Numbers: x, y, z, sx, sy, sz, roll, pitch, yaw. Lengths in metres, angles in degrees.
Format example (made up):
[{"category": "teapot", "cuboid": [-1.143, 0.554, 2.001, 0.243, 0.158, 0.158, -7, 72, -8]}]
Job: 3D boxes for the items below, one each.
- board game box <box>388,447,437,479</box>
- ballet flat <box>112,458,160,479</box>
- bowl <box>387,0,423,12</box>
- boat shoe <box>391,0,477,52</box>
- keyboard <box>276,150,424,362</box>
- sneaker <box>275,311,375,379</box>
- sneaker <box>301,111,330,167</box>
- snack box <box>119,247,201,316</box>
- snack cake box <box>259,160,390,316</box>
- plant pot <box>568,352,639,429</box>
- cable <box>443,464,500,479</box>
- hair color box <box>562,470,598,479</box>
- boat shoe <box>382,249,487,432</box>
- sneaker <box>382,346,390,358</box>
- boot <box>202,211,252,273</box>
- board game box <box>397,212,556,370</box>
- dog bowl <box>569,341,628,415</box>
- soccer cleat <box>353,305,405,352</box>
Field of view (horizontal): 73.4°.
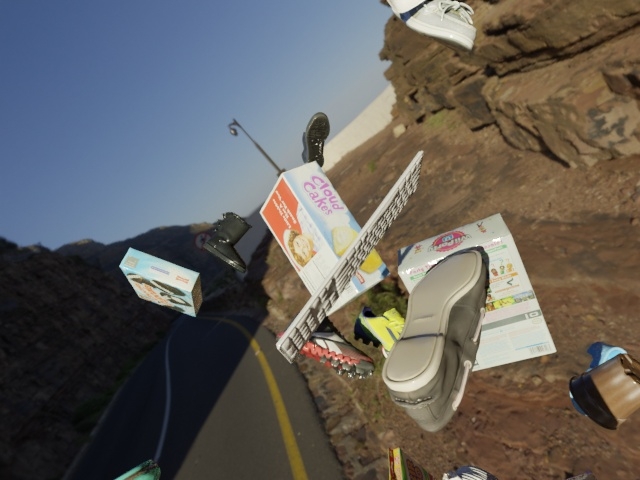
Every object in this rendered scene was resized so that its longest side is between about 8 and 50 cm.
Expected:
[{"category": "board game box", "cuboid": [0.287, 0.724, 1.266, 0.039, 0.259, 0.124, -37, 22, 24]}, {"category": "ballet flat", "cuboid": [-0.256, 0.310, 0.403, 0.247, 0.087, 0.083, -26, -21, -13]}, {"category": "bowl", "cuboid": [0.177, -0.542, 0.840, 0.142, 0.142, 0.053, -29, 54, 21]}, {"category": "boat shoe", "cuboid": [0.256, -0.512, 0.955, 0.103, 0.118, 0.321, -61, 27, 33]}, {"category": "keyboard", "cuboid": [0.039, 0.014, 0.452, 0.256, 0.014, 0.072, -53, -15, -18]}, {"category": "sneaker", "cuboid": [0.023, 0.264, 1.121, 0.275, 0.098, 0.135, 15, 59, 25]}, {"category": "sneaker", "cuboid": [-0.016, -0.226, 0.949, 0.170, 0.051, 0.089, 97, 164, -49]}, {"category": "snack box", "cuboid": [-0.435, 0.130, 1.212, 0.322, 0.187, 0.060, 122, 168, -65]}, {"category": "snack cake box", "cuboid": [0.000, 0.000, 0.845, 0.089, 0.264, 0.152, -27, -12, -32]}, {"category": "plant pot", "cuboid": [0.830, 0.413, 1.204, 0.165, 0.166, 0.167, -62, -4, 35]}, {"category": "cable", "cuboid": [0.557, 0.910, 1.479, 0.257, 0.257, 0.089, 12, 30, 40]}, {"category": "hair color box", "cuboid": [0.384, 0.528, 0.580, 0.185, 0.339, 0.110, -28, -21, 14]}, {"category": "boat shoe", "cuboid": [0.190, 0.136, 0.659, 0.112, 0.096, 0.335, -15, 20, 39]}, {"category": "sneaker", "cuboid": [0.364, 0.439, 1.574, 0.121, 0.299, 0.112, -60, 8, -5]}, {"category": "boot", "cuboid": [-0.184, 0.002, 0.921, 0.099, 0.121, 0.045, -54, -18, -14]}, {"category": "board game box", "cuboid": [0.324, 0.124, 0.900, 0.223, 0.304, 0.098, -21, 24, 21]}, {"category": "dog bowl", "cuboid": [1.042, 0.512, 1.581, 0.297, 0.166, 0.074, -48, 7, -19]}, {"category": "soccer cleat", "cuboid": [0.208, 0.248, 1.169, 0.289, 0.093, 0.121, 7, 77, 47]}]
